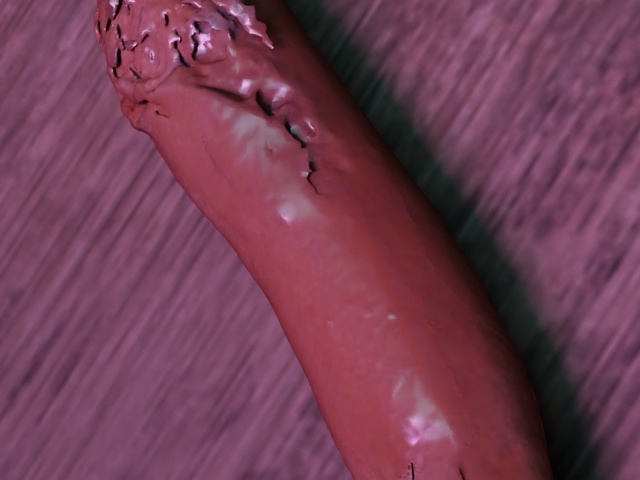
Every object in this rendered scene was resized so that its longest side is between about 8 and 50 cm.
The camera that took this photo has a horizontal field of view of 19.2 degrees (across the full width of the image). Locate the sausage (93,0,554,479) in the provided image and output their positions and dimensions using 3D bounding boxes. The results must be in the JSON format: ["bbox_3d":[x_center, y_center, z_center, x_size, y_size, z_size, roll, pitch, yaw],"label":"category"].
[{"bbox_3d":[0.000,0.001,0.592,0.078,0.078,0.304,-39,58,13],"label":"sausage"}]
